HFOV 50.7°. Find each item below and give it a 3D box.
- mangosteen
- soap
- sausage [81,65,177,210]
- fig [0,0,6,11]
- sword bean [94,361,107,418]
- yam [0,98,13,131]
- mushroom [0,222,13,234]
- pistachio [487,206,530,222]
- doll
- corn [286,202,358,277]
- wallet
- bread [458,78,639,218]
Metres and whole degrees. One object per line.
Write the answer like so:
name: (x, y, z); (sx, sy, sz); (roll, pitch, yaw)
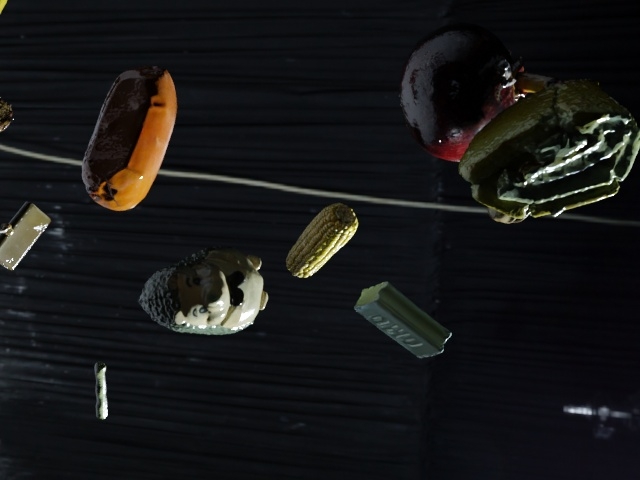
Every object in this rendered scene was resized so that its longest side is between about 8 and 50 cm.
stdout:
mangosteen: (0.265, -0.256, 1.133); (0.235, 0.262, 0.235); (-3, 90, -66)
soap: (0.181, 0.180, 1.511); (0.063, 0.198, 0.114); (-57, -170, -26)
sausage: (-0.327, -0.178, 1.170); (0.133, 0.133, 0.258); (38, 68, -75)
fig: (-0.850, -0.568, 1.411); (0.343, 0.344, 0.343); (3, 90, -77)
sword bean: (-0.690, 0.469, 2.122); (0.269, 0.038, 0.043); (104, -32, -41)
yam: (-0.653, -0.231, 1.290); (0.079, 0.141, 0.079); (7, 81, -46)
mushroom: (-0.776, -0.065, 1.401); (0.286, 0.026, 0.028); (27, 53, -41)
pistachio: (0.556, -0.133, 1.930); (0.131, 0.130, 0.206); (59, -33, 31)
doll: (-0.287, 0.131, 1.734); (0.350, 0.247, 0.247); (-4, 97, -53)
corn: (0.000, 0.000, 1.585); (0.244, 0.093, 0.093); (-46, -156, 48)
wallet: (-0.911, -0.013, 2.040); (0.198, 0.031, 0.110); (-59, 150, -19)
bread: (0.345, -0.125, 1.032); (0.124, 0.257, 0.185); (-93, 157, -59)
